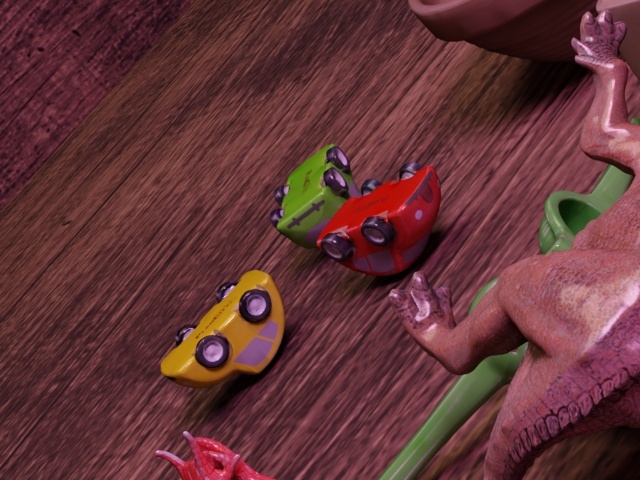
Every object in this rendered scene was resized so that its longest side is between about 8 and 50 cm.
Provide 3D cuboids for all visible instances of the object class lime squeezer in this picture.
[{"bbox_3d":[0.119,0.029,0.863,0.310,0.058,0.110,-52,-15,-25],"label":"lime squeezer"}]

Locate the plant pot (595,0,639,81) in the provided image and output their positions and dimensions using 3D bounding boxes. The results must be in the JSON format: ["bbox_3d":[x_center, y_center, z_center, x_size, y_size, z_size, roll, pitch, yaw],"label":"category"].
[{"bbox_3d":[0.215,-0.133,0.892,0.109,0.096,0.109,-62,22,-14],"label":"plant pot"}]

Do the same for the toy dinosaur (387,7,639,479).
[{"bbox_3d":[0.151,0.016,0.697,0.296,0.127,0.200,-51,25,-6],"label":"toy dinosaur"}]

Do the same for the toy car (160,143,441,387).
[{"bbox_3d":[0.000,0.000,1.172,0.239,0.053,0.225,-36,18,20],"label":"toy car"}]

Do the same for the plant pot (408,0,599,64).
[{"bbox_3d":[0.183,-0.200,1.137,0.237,0.110,0.237,-39,18,16],"label":"plant pot"}]

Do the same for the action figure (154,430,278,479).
[{"bbox_3d":[-0.069,0.158,0.813,0.280,0.139,0.091,-29,10,32],"label":"action figure"}]
